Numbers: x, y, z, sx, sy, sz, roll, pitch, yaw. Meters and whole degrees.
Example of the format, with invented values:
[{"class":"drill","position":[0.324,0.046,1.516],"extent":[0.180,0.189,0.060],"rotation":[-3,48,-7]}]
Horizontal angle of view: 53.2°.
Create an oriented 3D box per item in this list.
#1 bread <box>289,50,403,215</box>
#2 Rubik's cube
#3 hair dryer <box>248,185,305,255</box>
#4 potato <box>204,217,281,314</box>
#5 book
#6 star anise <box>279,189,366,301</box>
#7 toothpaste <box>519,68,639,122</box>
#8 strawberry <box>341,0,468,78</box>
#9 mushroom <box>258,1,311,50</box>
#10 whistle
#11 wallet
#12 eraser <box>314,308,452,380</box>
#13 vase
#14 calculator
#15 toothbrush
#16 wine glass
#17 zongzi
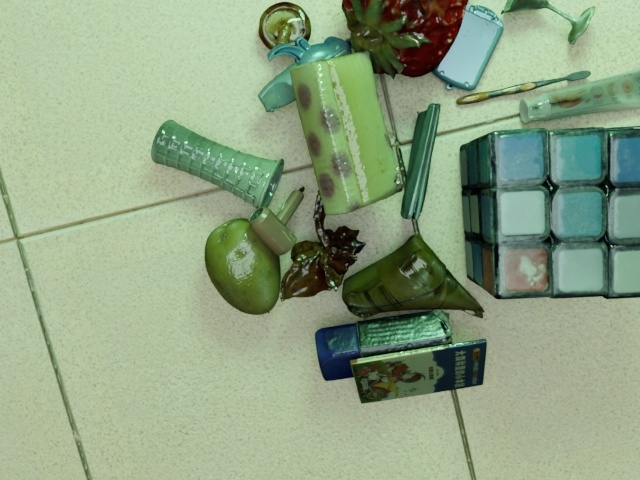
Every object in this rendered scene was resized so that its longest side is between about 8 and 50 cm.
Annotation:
[{"class":"bread","position":[0.054,-0.241,1.427],"extent":[0.187,0.155,0.338],"rotation":[-19,101,-25]},{"class":"Rubik's cube","position":[0.509,-0.071,1.414],"extent":[0.358,0.363,0.362],"rotation":[-6,98,1]},{"class":"hair dryer","position":[-0.087,-0.067,1.509],"extent":[0.117,0.064,0.182],"rotation":[48,54,-27]},{"class":"potato","position":[-0.179,0.072,1.558],"extent":[0.174,0.159,0.251],"rotation":[-13,107,29]},{"class":"book","position":[0.243,0.324,1.563],"extent":[0.322,0.228,0.018],"rotation":[-10,52,4]},{"class":"star anise","position":[0.010,0.002,1.538],"extent":[0.148,0.237,0.346],"rotation":[26,75,-28]},{"class":"toothpaste","position":[0.642,-0.340,1.524],"extent":[0.323,0.066,0.100],"rotation":[-11,92,-1]},{"class":"strawberry","position":[0.210,-0.561,1.420],"extent":[0.345,0.295,0.317],"rotation":[-54,131,-17]},{"class":"mushroom","position":[-0.084,-0.506,1.517],"extent":[0.127,0.087,0.127],"rotation":[0,101,0]},{"class":"whistle","position":[-0.031,-0.398,1.512],"extent":[0.269,0.093,0.180],"rotation":[-33,128,-3]},{"class":"wallet","position":[0.225,-0.177,1.445],"extent":[0.054,0.290,0.251],"rotation":[9,96,7]},{"class":"eraser","position":[0.158,0.257,1.562],"extent":[0.332,0.155,0.101],"rotation":[-9,53,3]},{"class":"vase","position":[-0.251,-0.186,1.540],"extent":[0.299,0.143,0.143],"rotation":[22,97,2]},{"class":"calculator","position":[0.351,-0.458,1.530],"extent":[0.121,0.039,0.210],"rotation":[24,97,0]},{"class":"toothbrush","position":[0.487,-0.368,1.540],"extent":[0.321,0.031,0.023],"rotation":[-11,95,3]},{"class":"wine glass","position":[0.530,-0.539,1.481],"extent":[0.183,0.122,0.122],"rotation":[28,97,-6]},{"class":"zongzi","position":[0.224,0.151,1.588],"extent":[0.260,0.123,0.289],"rotation":[-34,117,19]}]
